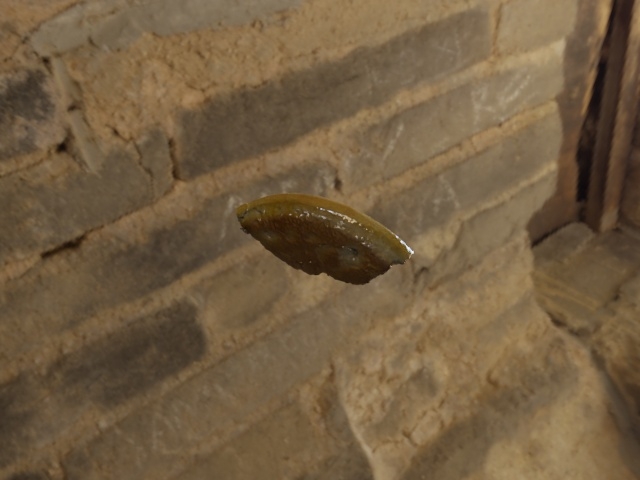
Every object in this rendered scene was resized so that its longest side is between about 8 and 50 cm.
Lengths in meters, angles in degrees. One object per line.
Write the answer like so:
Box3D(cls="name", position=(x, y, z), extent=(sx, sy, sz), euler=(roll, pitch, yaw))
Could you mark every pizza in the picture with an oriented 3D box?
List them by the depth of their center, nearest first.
Box3D(cls="pizza", position=(0.002, -0.004, 1.195), extent=(0.056, 0.271, 0.134), euler=(-56, -39, -40))
